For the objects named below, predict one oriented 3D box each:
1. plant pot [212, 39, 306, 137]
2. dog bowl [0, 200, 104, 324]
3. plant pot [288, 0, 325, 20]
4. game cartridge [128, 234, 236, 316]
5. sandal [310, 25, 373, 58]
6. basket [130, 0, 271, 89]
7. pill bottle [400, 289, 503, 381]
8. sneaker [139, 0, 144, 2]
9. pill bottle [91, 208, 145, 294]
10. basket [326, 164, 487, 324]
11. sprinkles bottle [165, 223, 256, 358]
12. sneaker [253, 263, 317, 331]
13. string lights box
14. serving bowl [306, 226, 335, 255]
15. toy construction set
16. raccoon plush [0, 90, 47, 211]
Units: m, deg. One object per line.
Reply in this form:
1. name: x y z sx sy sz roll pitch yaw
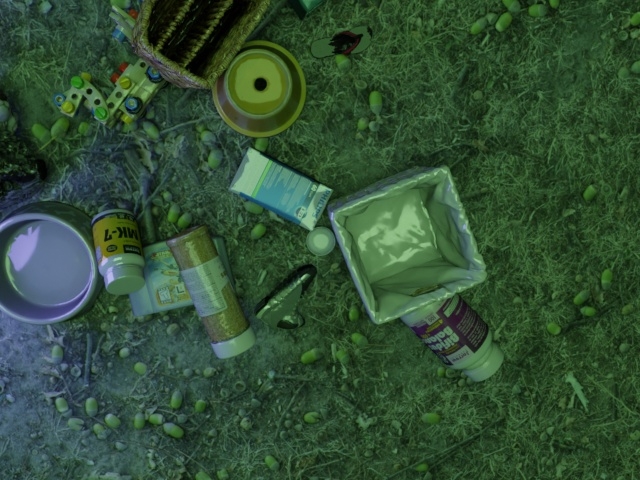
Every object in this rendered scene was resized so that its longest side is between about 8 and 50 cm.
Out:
1. plant pot: -0.156 -0.391 1.563 0.253 0.239 0.254 -1 100 -5
2. dog bowl: -0.752 0.070 1.660 0.348 0.102 0.349 -1 100 -5
3. plant pot: -0.050 -0.718 1.546 0.165 0.166 0.234 -38 104 2
4. game cartridge: -0.404 0.090 1.717 0.297 0.062 0.198 -13 104 -2
5. sandal: 0.061 -0.536 1.656 0.179 0.040 0.067 -16 100 -2
6. basket: -0.298 -0.536 1.458 0.213 0.223 0.299 38 82 -32
7. pill bottle: 0.382 0.261 1.750 0.169 0.169 0.301 -45 99 3
8. sneaker: -0.473 -0.672 1.582 0.190 0.071 0.083 31 89 -17
9. pill bottle: -0.532 0.031 1.614 0.119 0.119 0.209 -20 63 -1
10. basket: 0.216 -0.002 1.644 0.328 0.266 0.332 -22 100 -1
11. sprinkles bottle: -0.293 0.139 1.646 0.121 0.121 0.356 -22 101 -1
12. sneaker: -0.070 0.177 1.750 0.228 0.086 0.132 -40 105 13
13. string lights box: -0.109 -0.143 1.689 0.259 0.077 0.133 27 97 -8
14. serving bowl: 0.000 0.000 1.746 0.083 0.027 0.083 -1 100 -5
15. toy construction set: -0.528 -0.429 1.580 0.215 0.151 0.328 35 101 -2
16. raccoon plush: -0.931 -0.204 1.561 0.446 0.216 0.299 -34 83 9
